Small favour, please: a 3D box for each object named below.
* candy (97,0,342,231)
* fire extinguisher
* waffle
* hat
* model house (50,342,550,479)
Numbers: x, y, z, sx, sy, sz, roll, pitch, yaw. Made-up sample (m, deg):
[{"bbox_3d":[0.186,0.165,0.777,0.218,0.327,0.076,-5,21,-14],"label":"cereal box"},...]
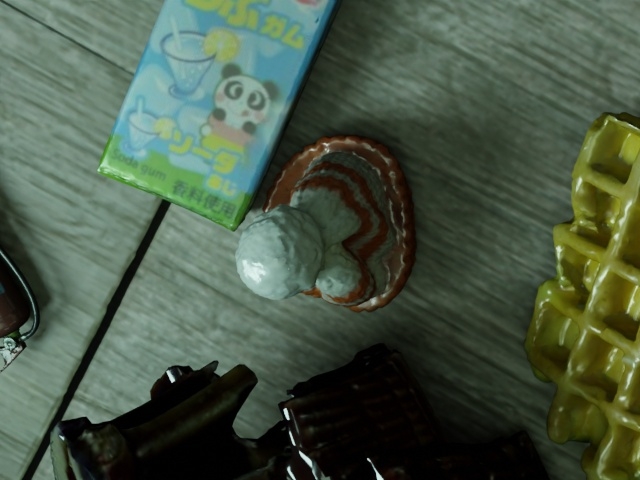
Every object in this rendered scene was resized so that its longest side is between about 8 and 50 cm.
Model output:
[{"bbox_3d":[-0.054,-0.112,1.074,0.097,0.062,0.194,24,104,2],"label":"candy"},{"bbox_3d":[-0.219,0.019,1.141,0.056,0.039,0.132,-25,99,22],"label":"fire extinguisher"},{"bbox_3d":[0.218,0.064,1.020,0.229,0.057,0.219,32,112,40],"label":"waffle"},{"bbox_3d":[0.000,0.000,1.042,0.093,0.162,0.112,-7,99,12],"label":"hat"},{"bbox_3d":[0.018,0.205,1.091,0.282,0.297,0.317,-26,83,-18],"label":"model house"}]
